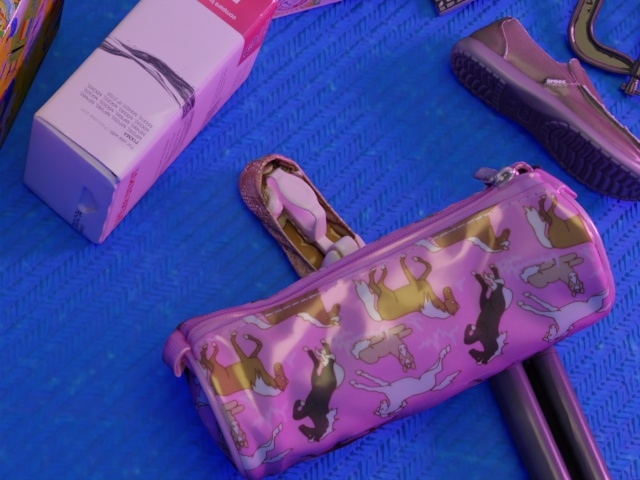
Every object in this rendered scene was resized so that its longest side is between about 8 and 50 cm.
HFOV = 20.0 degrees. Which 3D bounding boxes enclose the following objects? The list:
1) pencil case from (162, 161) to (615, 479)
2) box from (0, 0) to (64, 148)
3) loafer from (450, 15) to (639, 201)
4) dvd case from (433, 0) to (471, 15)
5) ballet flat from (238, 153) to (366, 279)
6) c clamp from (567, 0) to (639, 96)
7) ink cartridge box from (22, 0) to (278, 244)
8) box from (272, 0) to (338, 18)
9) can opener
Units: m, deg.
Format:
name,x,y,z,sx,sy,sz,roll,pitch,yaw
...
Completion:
name,x,y,z,sx,sy,sz,roll,pitch,yaw
pencil case,0.061,0.071,1.602,0.386,0.160,0.167,-27,78,-3
box,-0.345,-0.171,1.571,0.177,0.290,0.279,22,66,-4
loafer,0.248,-0.137,1.805,0.251,0.094,0.087,40,71,3
dvd case,0.139,-0.301,1.861,0.087,0.013,0.119,-26,76,12
ballet flat,0.000,0.000,1.710,0.206,0.067,0.073,45,67,5
c clamp,0.328,-0.226,1.877,0.137,0.022,0.161,17,87,1
ink cartridge box,-0.159,-0.133,1.665,0.100,0.172,0.237,38,67,3
box,0.020,-0.306,1.795,0.203,0.114,0.103,-16,75,-12
can opener,0.199,0.119,1.697,0.076,0.095,0.283,-15,68,-17
